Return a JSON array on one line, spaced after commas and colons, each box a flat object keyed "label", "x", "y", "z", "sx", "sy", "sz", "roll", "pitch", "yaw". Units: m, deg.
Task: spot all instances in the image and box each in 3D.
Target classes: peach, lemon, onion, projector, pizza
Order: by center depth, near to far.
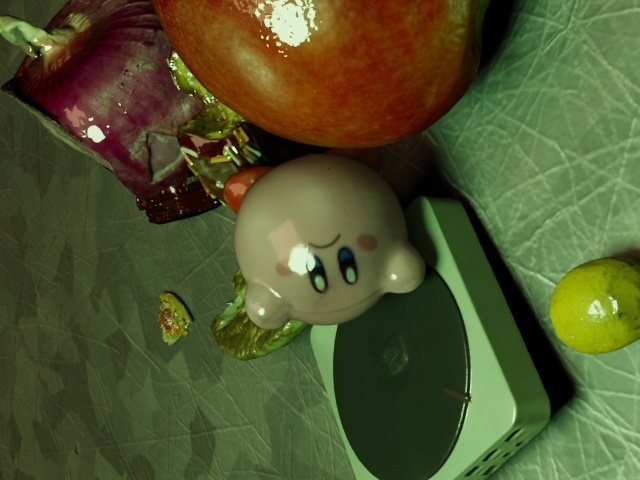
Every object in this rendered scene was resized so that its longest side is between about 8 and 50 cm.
[{"label": "lemon", "x": 0.238, "y": 0.056, "z": 0.961, "sx": 0.111, "sy": 0.082, "sz": 0.082, "roll": -31, "pitch": 70, "yaw": 54}, {"label": "peach", "x": -0.004, "y": -0.234, "z": 1.045, "sx": 0.332, "sy": 0.308, "sz": 0.308, "roll": 18, "pitch": 111, "yaw": 19}, {"label": "projector", "x": 0.103, "y": 0.129, "z": 1.135, "sx": 0.257, "sy": 0.079, "sz": 0.259, "roll": -54, "pitch": 44, "yaw": 42}, {"label": "onion", "x": -0.228, "y": -0.194, "z": 1.364, "sx": 0.256, "sy": 0.230, "sz": 0.272, "roll": 36, "pitch": 168, "yaw": 17}, {"label": "pizza", "x": -0.211, "y": 0.117, "z": 1.590, "sx": 0.083, "sy": 0.025, "sz": 0.078, "roll": 34, "pitch": 118, "yaw": 44}]

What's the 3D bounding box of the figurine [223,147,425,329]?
[{"label": "figurine", "x": 0.000, "y": 0.000, "z": 1.085, "sx": 0.173, "sy": 0.173, "sz": 0.173, "roll": 10, "pitch": 102, "yaw": 51}]

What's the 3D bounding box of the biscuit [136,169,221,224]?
[{"label": "biscuit", "x": -0.208, "y": -0.142, "z": 1.524, "sx": 0.151, "sy": 0.063, "sz": 0.235, "roll": -19, "pitch": 75, "yaw": 40}]

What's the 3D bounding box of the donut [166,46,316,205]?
[{"label": "donut", "x": -0.088, "y": -0.136, "z": 1.241, "sx": 0.096, "sy": 0.216, "sz": 0.230, "roll": -22, "pitch": 79, "yaw": 19}]

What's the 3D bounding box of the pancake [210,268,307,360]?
[{"label": "pancake", "x": -0.040, "y": 0.039, "z": 1.321, "sx": 0.376, "sy": 0.054, "sz": 0.197, "roll": -33, "pitch": 47, "yaw": 54}]
